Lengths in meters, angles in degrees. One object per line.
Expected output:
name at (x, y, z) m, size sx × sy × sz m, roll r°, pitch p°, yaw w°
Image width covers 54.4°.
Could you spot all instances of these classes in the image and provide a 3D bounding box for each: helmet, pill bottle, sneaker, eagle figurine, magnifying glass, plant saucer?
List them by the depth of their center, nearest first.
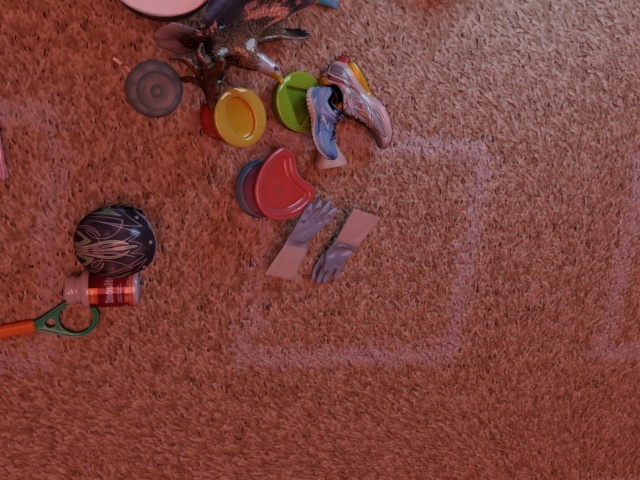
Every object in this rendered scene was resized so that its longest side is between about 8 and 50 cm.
eagle figurine at (-0.140, -0.394, 1.193) m, size 0.298 × 0.226 × 0.225 m, roll -59°, pitch 138°, yaw -19°
plant saucer at (-0.348, -0.317, 1.309) m, size 0.119 × 0.021 × 0.119 m, roll -8°, pitch 111°, yaw -21°
helmet at (-0.431, 0.003, 1.313) m, size 0.169 × 0.161 × 0.170 m, roll -2°, pitch 102°, yaw -12°
sneaker at (0.018, -0.253, 1.340) m, size 0.073 × 0.063 × 0.162 m, roll -7°, pitch 107°, yaw 17°
pill bottle at (-0.479, 0.106, 1.376) m, size 0.151 × 0.086 × 0.086 m, roll -3°, pitch 106°, yaw -13°
sneaker at (0.079, -0.295, 1.392) m, size 0.092 × 0.088 × 0.225 m, roll -39°, pitch 102°, yaw -10°
magnifying glass at (-0.617, 0.186, 1.400) m, size 0.230 × 0.026 × 0.092 m, roll -9°, pitch 108°, yaw -10°

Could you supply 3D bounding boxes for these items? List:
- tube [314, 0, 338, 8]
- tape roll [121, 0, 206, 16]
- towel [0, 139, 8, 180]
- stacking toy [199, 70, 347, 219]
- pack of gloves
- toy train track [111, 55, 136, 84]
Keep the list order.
tube at (-0.056, -0.541, 1.314) m, size 0.207 × 0.052 × 0.080 m, roll -2°, pitch 116°, yaw -19°
tape roll at (-0.304, -0.548, 1.184) m, size 0.246 × 0.169 × 0.246 m, roll -4°, pitch 107°, yaw -13°
towel at (-0.748, -0.185, 1.262) m, size 0.196 × 0.029 × 0.144 m, roll -6°, pitch 107°, yaw -9°
stacking toy at (-0.109, -0.217, 1.388) m, size 0.279 × 0.130 × 0.309 m, roll -36°, pitch 116°, yaw -29°
pack of gloves at (0.000, 0.000, 1.462) m, size 0.195 × 0.046 × 0.232 m, roll 15°, pitch 121°, yaw -35°
toy train track at (-0.397, -0.354, 1.299) m, size 0.083 × 0.014 × 0.048 m, roll 38°, pitch 88°, yaw -26°
